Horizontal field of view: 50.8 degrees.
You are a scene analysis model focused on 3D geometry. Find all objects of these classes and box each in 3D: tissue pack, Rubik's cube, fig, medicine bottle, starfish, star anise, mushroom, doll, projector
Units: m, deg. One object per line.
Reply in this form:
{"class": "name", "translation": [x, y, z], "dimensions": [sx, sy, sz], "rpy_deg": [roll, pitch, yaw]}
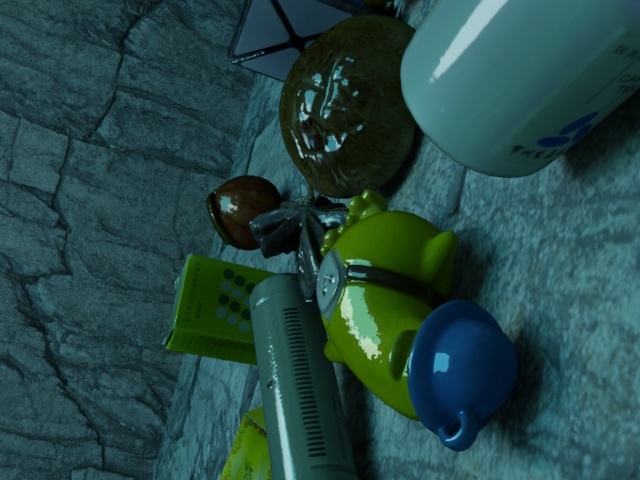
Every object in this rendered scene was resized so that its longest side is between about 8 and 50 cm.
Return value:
{"class": "tissue pack", "translation": [-0.097, 0.363, 1.076], "dimensions": [0.095, 0.062, 0.176], "rpy_deg": [32, 112, 30]}
{"class": "Rubik's cube", "translation": [-0.031, -0.495, 1.404], "dimensions": [0.255, 0.260, 0.259], "rpy_deg": [122, 157, -52]}
{"class": "fig", "translation": [-0.192, -0.073, 1.690], "dimensions": [0.205, 0.205, 0.205], "rpy_deg": [-164, 90, -75]}
{"class": "medicine bottle", "translation": [-0.135, 0.130, 1.183], "dimensions": [0.141, 0.250, 0.137], "rpy_deg": [127, 153, -58]}
{"class": "starfish", "translation": [-0.027, -0.082, 1.390], "dimensions": [0.133, 0.041, 0.130], "rpy_deg": [-129, 48, -64]}
{"class": "star anise", "translation": [0.001, 0.002, 0.968], "dimensions": [0.257, 0.198, 0.110], "rpy_deg": [-143, 47, -60]}
{"class": "mushroom", "translation": [0.046, -0.198, 1.002], "dimensions": [0.278, 0.146, 0.278], "rpy_deg": [-7, 79, 39]}
{"class": "medicine bottle", "translation": [0.192, -0.187, 0.494], "dimensions": [0.293, 0.170, 0.170], "rpy_deg": [126, 155, -54]}
{"class": "doll", "translation": [0.078, 0.075, 0.685], "dimensions": [0.199, 0.145, 0.363], "rpy_deg": [-55, 26, 18]}
{"class": "projector", "translation": [-0.027, 0.201, 0.892], "dimensions": [0.337, 0.108, 0.108], "rpy_deg": [-104, 32, -42]}

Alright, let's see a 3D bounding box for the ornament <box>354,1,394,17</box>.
{"class": "ornament", "translation": [0.065, -0.305, 1.217], "dimensions": [0.260, 0.106, 0.251], "rpy_deg": [-89, 24, -57]}

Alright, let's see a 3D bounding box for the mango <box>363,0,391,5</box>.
{"class": "mango", "translation": [0.125, -0.486, 1.095], "dimensions": [0.236, 0.136, 0.166], "rpy_deg": [126, 154, -59]}
